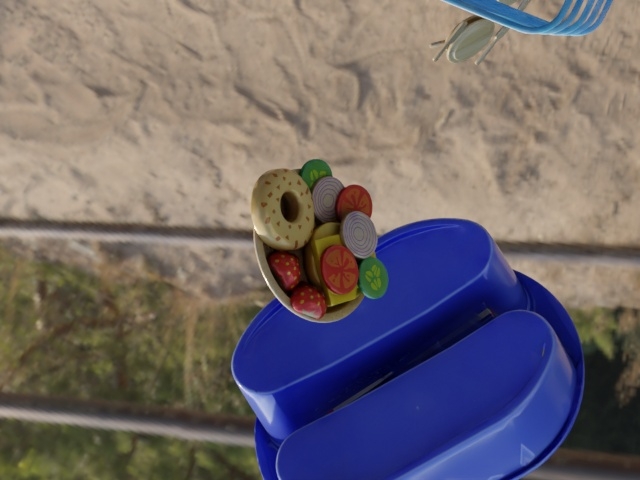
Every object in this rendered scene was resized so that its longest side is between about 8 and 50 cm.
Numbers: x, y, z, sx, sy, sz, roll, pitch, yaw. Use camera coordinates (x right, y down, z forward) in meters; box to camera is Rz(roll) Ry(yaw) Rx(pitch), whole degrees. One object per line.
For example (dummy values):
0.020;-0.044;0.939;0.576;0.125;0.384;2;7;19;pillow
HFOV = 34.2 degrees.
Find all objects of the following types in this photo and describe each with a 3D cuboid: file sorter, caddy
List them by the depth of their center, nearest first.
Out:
0.116;-0.181;0.595;0.118;0.170;0.104;27;109;15;file sorter
0.084;0.139;0.999;0.341;0.241;0.179;-29;148;2;caddy

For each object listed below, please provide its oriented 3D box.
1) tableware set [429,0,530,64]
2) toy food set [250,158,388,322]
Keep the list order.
0.249;-0.348;1.558;0.039;0.128;0.194;54;126;23;tableware set
0.000;0.000;0.530;0.020;0.082;0.083;-17;88;46;toy food set
